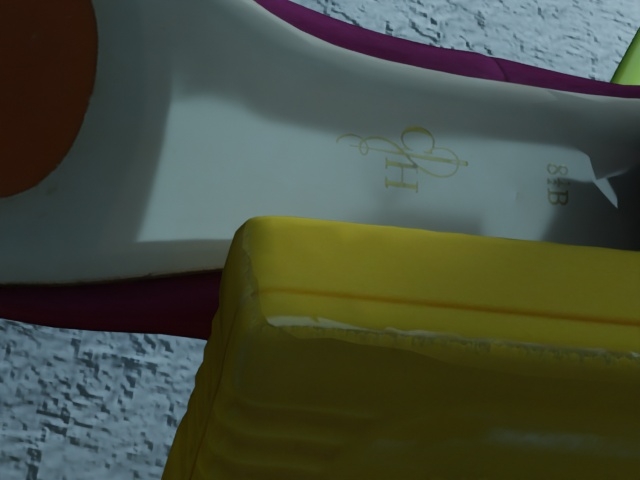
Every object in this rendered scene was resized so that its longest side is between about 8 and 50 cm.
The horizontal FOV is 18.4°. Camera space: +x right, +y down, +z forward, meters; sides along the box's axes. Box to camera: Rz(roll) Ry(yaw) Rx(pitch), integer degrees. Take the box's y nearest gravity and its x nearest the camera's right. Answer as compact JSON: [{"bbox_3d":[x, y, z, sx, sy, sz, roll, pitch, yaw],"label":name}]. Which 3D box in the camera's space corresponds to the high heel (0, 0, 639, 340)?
[{"bbox_3d":[0.000,0.000,0.586,0.377,0.181,0.127,7,66,16],"label":"high heel"}]

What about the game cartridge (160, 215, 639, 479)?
[{"bbox_3d":[0.081,0.133,0.573,0.285,0.324,0.053,6,45,-13],"label":"game cartridge"}]

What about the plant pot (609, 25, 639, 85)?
[{"bbox_3d":[0.180,0.062,0.757,0.228,0.207,0.227,25,44,6],"label":"plant pot"}]
